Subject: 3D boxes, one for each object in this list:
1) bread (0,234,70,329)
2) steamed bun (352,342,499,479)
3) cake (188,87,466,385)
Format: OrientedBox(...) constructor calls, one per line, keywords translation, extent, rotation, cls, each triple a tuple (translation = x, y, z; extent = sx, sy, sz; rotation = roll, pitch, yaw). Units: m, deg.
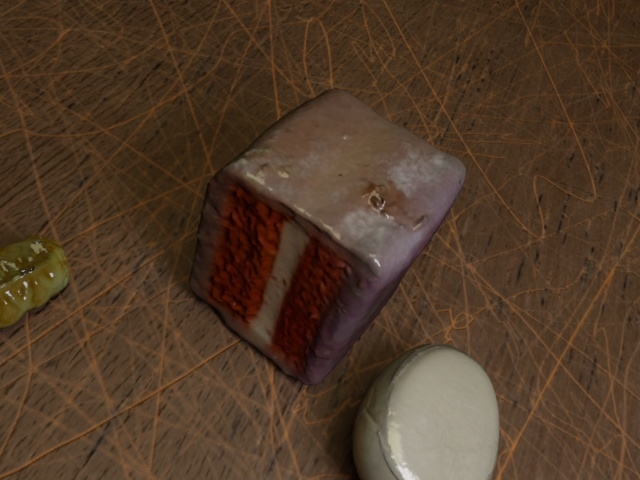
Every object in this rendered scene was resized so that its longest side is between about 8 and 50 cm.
OrientedBox(translation=(-0.452, 0.104, 0.824), extent=(0.077, 0.084, 0.367), rotation=(12, 36, 44), cls="bread")
OrientedBox(translation=(0.126, 0.237, 0.908), extent=(0.177, 0.131, 0.228), rotation=(35, 51, -8), cls="steamed bun")
OrientedBox(translation=(0.000, 0.000, 0.917), extent=(0.237, 0.309, 0.230), rotation=(38, 49, 12), cls="cake")
